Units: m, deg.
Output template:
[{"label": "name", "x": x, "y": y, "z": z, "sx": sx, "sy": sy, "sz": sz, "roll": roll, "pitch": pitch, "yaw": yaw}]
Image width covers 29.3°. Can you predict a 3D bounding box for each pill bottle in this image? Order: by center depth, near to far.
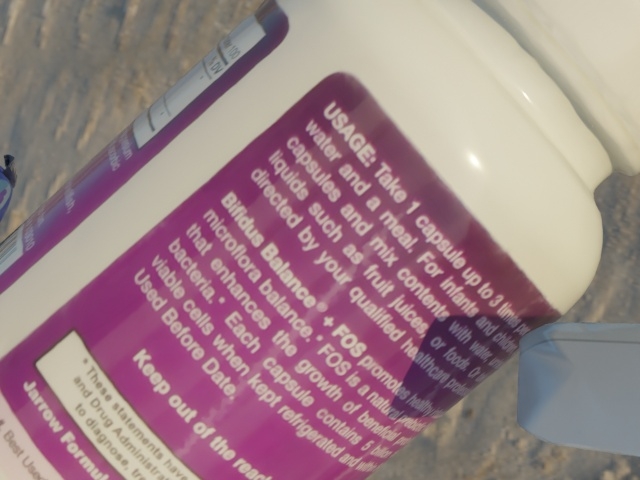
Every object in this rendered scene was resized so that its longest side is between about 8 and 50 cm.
[{"label": "pill bottle", "x": 0.000, "y": 0.000, "z": 0.483, "sx": 0.301, "sy": 0.169, "sz": 0.169, "roll": -41, "pitch": 49, "yaw": 8}]

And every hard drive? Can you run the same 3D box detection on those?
[{"label": "hard drive", "x": 0.242, "y": 0.052, "z": 0.385, "sx": 0.203, "sy": 0.307, "sz": 0.040, "roll": -3, "pitch": 84, "yaw": 52}]

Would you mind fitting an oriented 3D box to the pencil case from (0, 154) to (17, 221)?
[{"label": "pencil case", "x": -0.354, "y": 0.056, "z": 0.999, "sx": 0.119, "sy": 0.133, "sz": 0.306, "roll": 5, "pitch": 66, "yaw": 29}]
